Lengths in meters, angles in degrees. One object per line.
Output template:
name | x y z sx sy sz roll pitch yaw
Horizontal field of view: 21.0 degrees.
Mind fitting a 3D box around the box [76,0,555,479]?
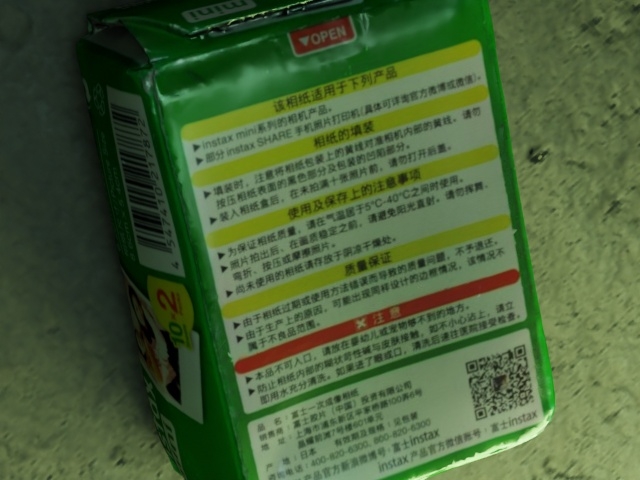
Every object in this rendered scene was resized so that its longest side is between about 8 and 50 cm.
box | 0.000 0.000 0.793 0.180 0.103 0.250 -17 111 -16
